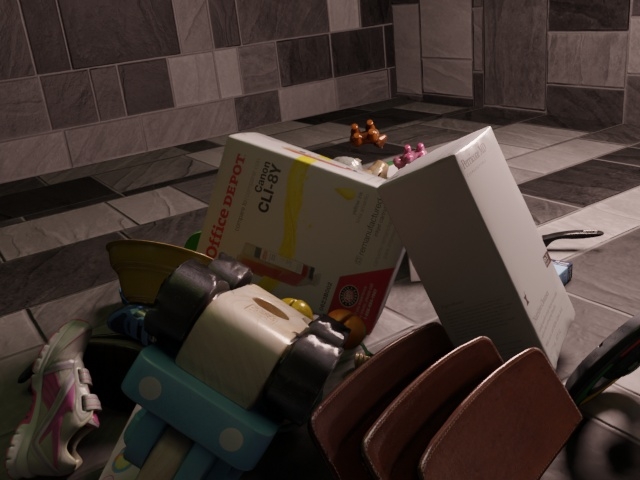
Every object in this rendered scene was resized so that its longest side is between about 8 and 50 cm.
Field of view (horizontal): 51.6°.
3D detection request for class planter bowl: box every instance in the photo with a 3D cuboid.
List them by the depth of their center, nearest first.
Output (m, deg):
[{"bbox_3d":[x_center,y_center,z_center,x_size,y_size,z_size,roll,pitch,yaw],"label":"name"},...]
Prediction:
[{"bbox_3d":[-0.272,0.077,1.143,0.217,0.090,0.217,8,-19,3],"label":"planter bowl"}]

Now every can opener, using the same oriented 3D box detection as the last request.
[{"bbox_3d":[-0.523,0.235,1.301,0.059,0.073,0.186,33,25,-7],"label":"can opener"}]

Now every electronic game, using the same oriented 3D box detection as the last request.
[{"bbox_3d":[0.450,0.170,0.975,0.229,0.229,0.048,-19,55,-30],"label":"electronic game"}]

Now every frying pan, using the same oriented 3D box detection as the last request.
[{"bbox_3d":[0.501,-0.010,1.645,0.326,0.053,0.197,-7,21,-7],"label":"frying pan"}]

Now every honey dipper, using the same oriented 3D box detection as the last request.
[{"bbox_3d":[0.141,0.219,1.179,0.161,0.030,0.030,2,22,12],"label":"honey dipper"}]

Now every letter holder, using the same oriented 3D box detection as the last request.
[{"bbox_3d":[0.161,0.223,0.838,0.302,0.214,0.152,-26,-4,-43],"label":"letter holder"}]

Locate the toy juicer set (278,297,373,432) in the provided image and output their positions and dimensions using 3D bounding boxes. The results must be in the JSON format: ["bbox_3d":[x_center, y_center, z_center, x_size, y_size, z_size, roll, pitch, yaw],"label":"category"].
[{"bbox_3d":[-0.069,0.200,1.032,0.329,0.209,0.089,-8,13,-6],"label":"toy juicer set"}]

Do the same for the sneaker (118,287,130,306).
[{"bbox_3d":[-0.404,0.136,1.490,0.078,0.067,0.188,-21,22,-19],"label":"sneaker"}]

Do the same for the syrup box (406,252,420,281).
[{"bbox_3d":[0.256,0.008,1.603,0.093,0.096,0.237,-4,22,6],"label":"syrup box"}]

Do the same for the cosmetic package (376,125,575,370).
[{"bbox_3d":[0.274,0.023,1.129,0.156,0.384,0.217,-20,12,35],"label":"cosmetic package"}]

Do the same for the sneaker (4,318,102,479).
[{"bbox_3d":[-0.392,0.250,1.035,0.111,0.252,0.103,11,-15,-1],"label":"sneaker"}]

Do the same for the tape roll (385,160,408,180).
[{"bbox_3d":[0.317,-0.195,2.144,0.322,0.077,0.321,-5,20,2],"label":"tape roll"}]

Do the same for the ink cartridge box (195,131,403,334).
[{"bbox_3d":[-0.025,-0.022,1.307,0.385,0.279,0.160,21,14,10],"label":"ink cartridge box"}]

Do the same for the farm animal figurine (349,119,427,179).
[{"bbox_3d":[0.166,-0.166,1.940,0.327,0.172,0.330,-39,68,-9],"label":"farm animal figurine"}]

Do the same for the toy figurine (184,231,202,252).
[{"bbox_3d":[-0.230,0.035,1.676,0.173,0.130,0.159,26,22,18],"label":"toy figurine"}]

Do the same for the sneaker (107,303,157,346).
[{"bbox_3d":[-0.282,0.143,1.085,0.144,0.053,0.059,4,27,2],"label":"sneaker"}]

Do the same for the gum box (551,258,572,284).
[{"bbox_3d":[0.433,0.083,1.434,0.157,0.041,0.184,12,28,40],"label":"gum box"}]

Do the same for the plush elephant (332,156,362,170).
[{"bbox_3d":[0.000,0.000,1.503,0.272,0.330,0.255,11,56,49],"label":"plush elephant"}]

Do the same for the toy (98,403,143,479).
[{"bbox_3d":[-0.238,0.317,0.957,0.137,0.056,0.237,-14,38,23],"label":"toy"}]

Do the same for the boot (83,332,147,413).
[{"bbox_3d":[-0.246,0.183,1.224,0.378,0.138,0.284,0,22,5],"label":"boot"}]

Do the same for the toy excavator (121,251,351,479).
[{"bbox_3d":[-0.174,0.265,0.797,0.222,0.445,0.433,30,5,6],"label":"toy excavator"}]
